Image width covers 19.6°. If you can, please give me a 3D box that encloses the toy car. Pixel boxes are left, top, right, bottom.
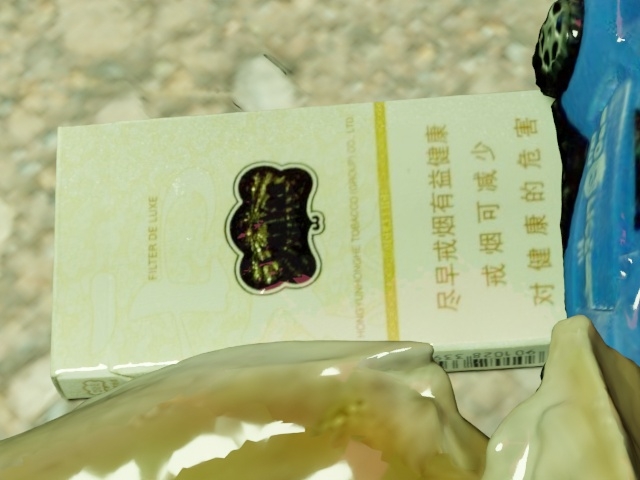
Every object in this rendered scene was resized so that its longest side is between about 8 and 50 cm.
[{"bbox_3d":[0.117,-0.004,0.535,0.103,0.063,0.216,8,61,-10],"label":"toy car"}]

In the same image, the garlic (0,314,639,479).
[{"bbox_3d":[-0.020,0.172,0.417,0.325,0.132,0.279,-32,65,8],"label":"garlic"}]

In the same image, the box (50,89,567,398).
[{"bbox_3d":[0.000,0.000,0.581,0.167,0.024,0.090,-4,63,4],"label":"box"}]
